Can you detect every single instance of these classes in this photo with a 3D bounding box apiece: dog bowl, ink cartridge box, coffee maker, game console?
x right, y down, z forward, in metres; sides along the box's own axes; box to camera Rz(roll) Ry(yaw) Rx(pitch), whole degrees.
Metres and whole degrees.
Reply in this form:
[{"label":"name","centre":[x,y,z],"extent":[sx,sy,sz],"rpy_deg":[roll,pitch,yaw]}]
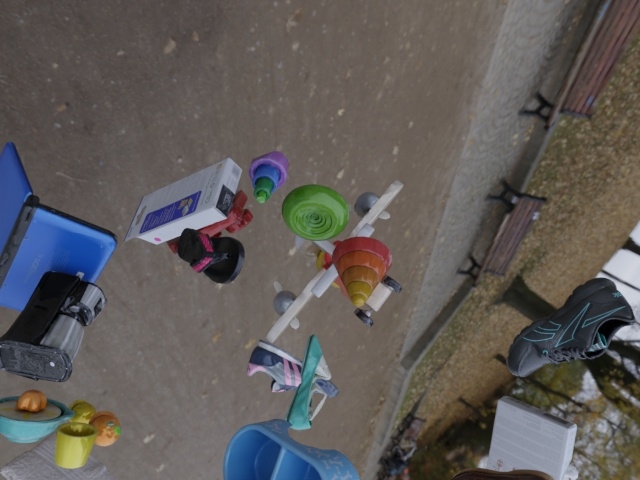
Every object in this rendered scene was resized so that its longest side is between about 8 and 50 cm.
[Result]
[{"label":"dog bowl","centre":[-0.063,0.423,0.911],"extent":[0.074,0.297,0.165],"rpy_deg":[29,78,-45]},{"label":"ink cartridge box","centre":[-0.388,-0.096,1.448],"extent":[0.069,0.371,0.175],"rpy_deg":[45,42,-40]},{"label":"coffee maker","centre":[-0.503,0.144,0.939],"extent":[0.120,0.171,0.178],"rpy_deg":[-44,-154,29]},{"label":"ink cartridge box","centre":[0.520,0.535,1.297],"extent":[0.066,0.189,0.232],"rpy_deg":[-1,99,-41]},{"label":"game console","centre":[-0.573,-0.005,1.058],"extent":[0.250,0.173,0.293],"rpy_deg":[25,124,-27]}]

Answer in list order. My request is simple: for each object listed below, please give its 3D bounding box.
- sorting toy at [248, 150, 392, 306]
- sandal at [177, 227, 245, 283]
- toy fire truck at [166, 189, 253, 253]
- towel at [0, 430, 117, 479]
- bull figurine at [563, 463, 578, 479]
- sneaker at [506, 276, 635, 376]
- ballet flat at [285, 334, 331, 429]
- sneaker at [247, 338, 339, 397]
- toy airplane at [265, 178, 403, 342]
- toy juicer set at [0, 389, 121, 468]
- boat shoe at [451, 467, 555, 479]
[{"label":"sorting toy","centre":[0.000,0.000,0.939],"extent":[0.127,0.365,0.126],"rpy_deg":[-27,-146,29]},{"label":"sandal","centre":[-0.170,0.018,0.747],"extent":[0.040,0.179,0.067],"rpy_deg":[16,89,-44]},{"label":"toy fire truck","centre":[-0.362,-0.055,1.620],"extent":[0.302,0.169,0.254],"rpy_deg":[-28,-161,13]},{"label":"towel","centre":[-0.691,0.650,1.402],"extent":[0.049,0.282,0.187],"rpy_deg":[-61,168,20]},{"label":"bull figurine","centre":[0.617,0.680,1.489],"extent":[0.189,0.101,0.310],"rpy_deg":[-27,166,2]},{"label":"sneaker","centre":[0.477,0.189,1.004],"extent":[0.101,0.106,0.267],"rpy_deg":[22,119,-34]},{"label":"ballet flat","centre":[-0.019,0.377,1.371],"extent":[0.083,0.087,0.247],"rpy_deg":[71,34,-71]},{"label":"sneaker","centre":[-0.093,0.453,1.691],"extent":[0.131,0.319,0.112],"rpy_deg":[-60,-174,-17]},{"label":"toy airplane","centre":[0.030,0.045,1.270],"extent":[0.386,0.272,0.384],"rpy_deg":[-24,141,-42]},{"label":"toy juicer set","centre":[-0.544,0.329,1.015],"extent":[0.209,0.329,0.089],"rpy_deg":[21,81,-78]},{"label":"boat shoe","centre":[0.299,0.439,0.891],"extent":[0.207,0.073,0.073],"rpy_deg":[-33,-179,45]}]
